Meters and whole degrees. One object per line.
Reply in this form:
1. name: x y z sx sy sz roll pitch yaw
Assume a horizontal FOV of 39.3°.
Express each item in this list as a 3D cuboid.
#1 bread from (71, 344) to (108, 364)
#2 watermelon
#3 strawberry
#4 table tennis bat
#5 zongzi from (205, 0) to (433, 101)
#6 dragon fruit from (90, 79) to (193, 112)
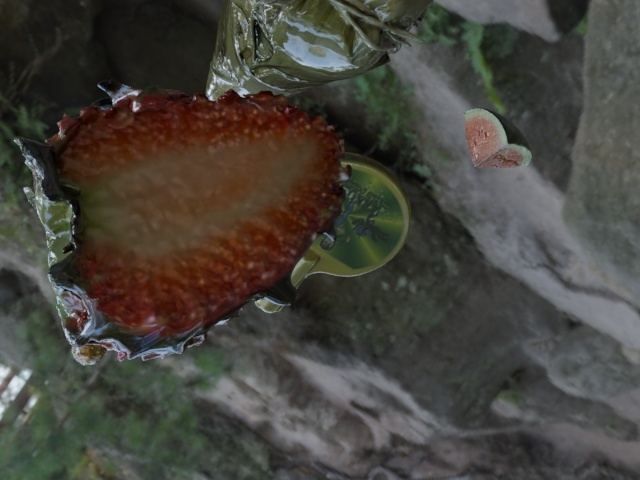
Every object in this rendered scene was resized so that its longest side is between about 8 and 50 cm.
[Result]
1. bread: -0.259 0.097 1.155 0.044 0.157 0.052 44 156 -7
2. watermelon: 0.283 -0.165 1.503 0.135 0.094 0.125 43 -167 28
3. strawberry: -0.116 -0.014 0.837 0.137 0.306 0.234 -41 65 58
4. table tennis bat: 0.000 0.000 1.344 0.198 0.321 0.050 34 -148 -13
5. zongzi: -0.050 -0.207 1.095 0.218 0.467 0.500 31 -150 -11
6. dragon fruit: -0.170 -0.103 0.946 0.121 0.130 0.142 -4 -137 -42
